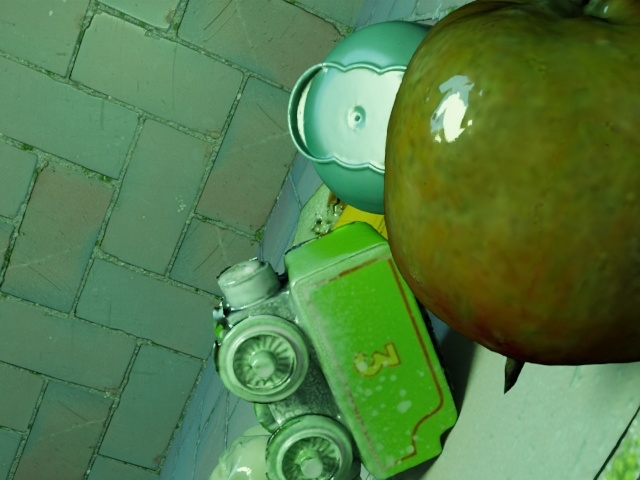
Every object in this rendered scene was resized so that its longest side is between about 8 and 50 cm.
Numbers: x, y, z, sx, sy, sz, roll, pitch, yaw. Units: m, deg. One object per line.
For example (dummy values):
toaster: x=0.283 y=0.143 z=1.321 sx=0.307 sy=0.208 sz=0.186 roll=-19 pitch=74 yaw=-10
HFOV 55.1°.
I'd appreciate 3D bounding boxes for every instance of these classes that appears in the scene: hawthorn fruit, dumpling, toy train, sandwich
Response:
hawthorn fruit: x=0.173 y=-0.026 z=0.455 sx=0.268 sy=0.267 sz=0.301 roll=-103 pitch=22 yaw=-69
dumpling: x=-0.145 y=0.454 z=1.213 sx=0.229 sy=0.151 sz=0.124 roll=-101 pitch=8 yaw=-66
toy train: x=0.015 y=0.143 z=0.735 sx=0.173 sy=0.248 sz=0.307 roll=-126 pitch=13 yaw=-76
sandwich: x=0.002 y=0.001 z=1.458 sx=0.249 sy=0.095 sz=0.273 roll=133 pitch=155 yaw=-59

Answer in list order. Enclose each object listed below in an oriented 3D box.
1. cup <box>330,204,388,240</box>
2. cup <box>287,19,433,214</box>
cup: x=0.065 y=0.057 z=0.931 sx=0.280 sy=0.196 sz=0.196 roll=-64 pitch=11 yaw=-17
cup: x=0.144 y=-0.129 z=0.701 sx=0.289 sy=0.257 sz=0.219 roll=17 pitch=106 yaw=39
